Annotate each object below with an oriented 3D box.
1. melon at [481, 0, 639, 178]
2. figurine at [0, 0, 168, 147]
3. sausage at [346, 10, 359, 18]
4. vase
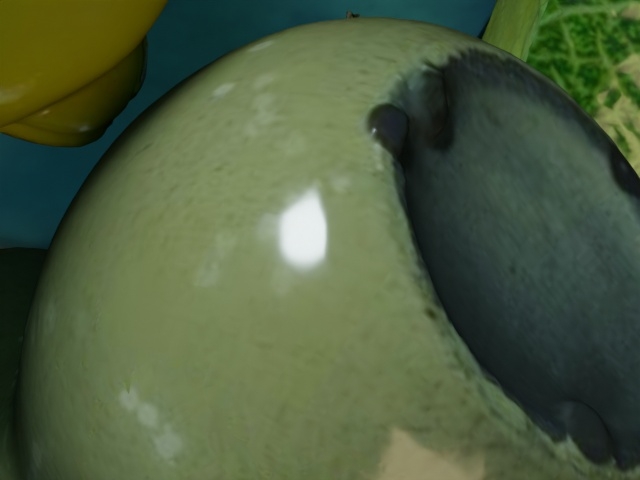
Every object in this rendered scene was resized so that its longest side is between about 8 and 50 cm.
[{"bbox_3d":[0.215,-0.011,0.888,0.343,0.226,0.331,13,110,-11],"label":"melon"},{"bbox_3d":[-0.180,-0.145,0.567,0.340,0.231,0.323,6,94,-40],"label":"figurine"},{"bbox_3d":[0.000,0.000,0.922,0.033,0.033,0.269,-7,131,-19],"label":"sausage"},{"bbox_3d":[-0.012,0.105,0.687,0.241,0.329,0.302,6,152,-46],"label":"vase"}]
